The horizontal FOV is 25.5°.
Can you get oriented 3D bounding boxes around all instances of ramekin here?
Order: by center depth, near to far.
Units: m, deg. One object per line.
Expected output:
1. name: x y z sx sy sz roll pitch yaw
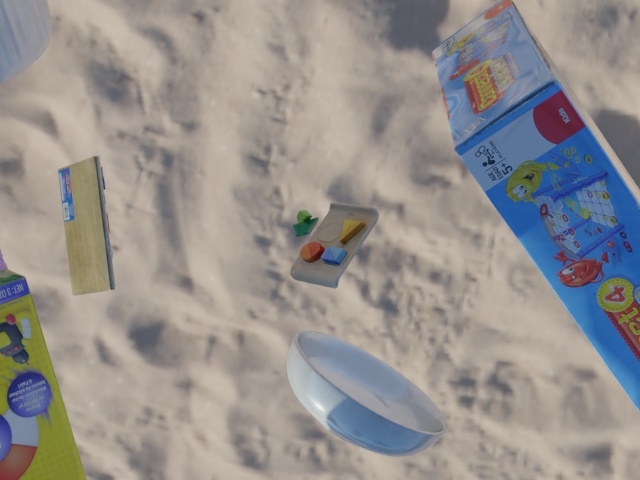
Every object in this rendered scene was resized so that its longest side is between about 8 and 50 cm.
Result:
1. ramekin: -0.356 -0.209 1.344 0.207 0.207 0.109 -8 120 21

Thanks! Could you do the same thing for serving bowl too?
1. serving bowl: 0.017 0.077 0.666 0.083 0.083 0.027 29 102 -15

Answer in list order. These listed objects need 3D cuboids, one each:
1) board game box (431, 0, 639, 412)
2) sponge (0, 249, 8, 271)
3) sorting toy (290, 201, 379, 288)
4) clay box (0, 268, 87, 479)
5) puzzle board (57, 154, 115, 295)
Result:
1. board game box: 0.215 -0.022 1.135 0.086 0.302 0.308 -33 106 13
2. sponge: -0.406 -0.011 1.530 0.031 0.117 0.210 -3 117 26
3. sorting toy: 0.000 0.000 0.972 0.012 0.062 0.083 38 164 -32
4. clay box: -0.244 0.146 1.008 0.053 0.127 0.222 10 118 61
5. puzzle board: -0.225 -0.013 1.366 0.011 0.128 0.096 -6 178 -32
